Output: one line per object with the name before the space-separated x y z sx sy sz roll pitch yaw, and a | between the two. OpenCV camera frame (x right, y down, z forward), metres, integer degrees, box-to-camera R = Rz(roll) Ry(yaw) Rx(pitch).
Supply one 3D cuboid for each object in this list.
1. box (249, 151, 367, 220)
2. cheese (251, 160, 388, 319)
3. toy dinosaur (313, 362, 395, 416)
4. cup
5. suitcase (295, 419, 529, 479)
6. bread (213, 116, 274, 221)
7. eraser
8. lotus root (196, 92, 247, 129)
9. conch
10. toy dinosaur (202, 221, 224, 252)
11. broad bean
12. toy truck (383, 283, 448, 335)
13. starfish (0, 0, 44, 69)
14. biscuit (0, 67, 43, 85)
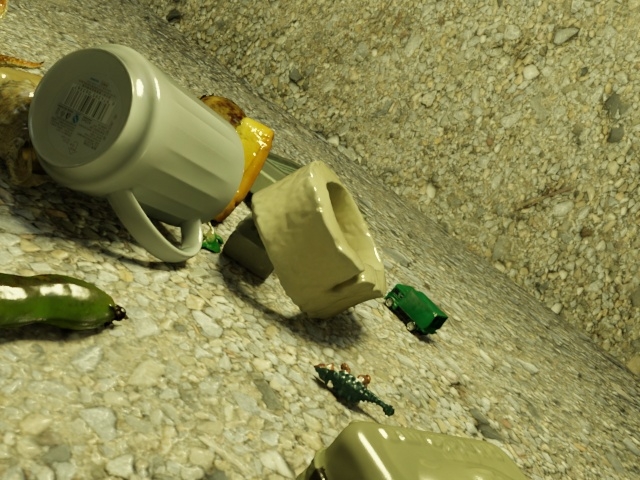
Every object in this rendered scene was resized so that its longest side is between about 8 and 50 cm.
box | -0.093 -0.157 1.877 0.373 0.090 0.367 39 14 37
cheese | 0.003 0.001 1.353 0.292 0.153 0.332 66 15 10
toy dinosaur | 0.057 0.245 1.150 0.154 0.049 0.055 30 13 3
cup | -0.298 -0.128 1.168 0.327 0.237 0.322 29 48 -68
suitcase | 0.164 0.366 0.761 0.352 0.194 0.339 21 24 -40
bread | -0.183 -0.152 1.512 0.094 0.245 0.102 28 -20 -4
eraser | -0.118 -0.008 1.482 0.111 0.077 0.352 34 16 -1
lotus root | -0.229 -0.242 1.663 0.169 0.141 0.314 35 24 -54
conch | -0.478 -0.173 1.151 0.155 0.130 0.207 4 49 -34
toy dinosaur | -0.218 0.003 1.352 0.060 0.029 0.119 49 16 -12
broad bean | -0.353 0.072 0.814 0.339 0.061 0.077 9 42 -56
toy truck | 0.223 0.164 1.661 0.065 0.079 0.147 15 23 -48
starfish | -0.698 -0.417 1.349 0.302 0.084 0.293 -4 34 -18
biscuit | -0.653 -0.337 1.422 0.208 0.047 0.164 23 22 -34
